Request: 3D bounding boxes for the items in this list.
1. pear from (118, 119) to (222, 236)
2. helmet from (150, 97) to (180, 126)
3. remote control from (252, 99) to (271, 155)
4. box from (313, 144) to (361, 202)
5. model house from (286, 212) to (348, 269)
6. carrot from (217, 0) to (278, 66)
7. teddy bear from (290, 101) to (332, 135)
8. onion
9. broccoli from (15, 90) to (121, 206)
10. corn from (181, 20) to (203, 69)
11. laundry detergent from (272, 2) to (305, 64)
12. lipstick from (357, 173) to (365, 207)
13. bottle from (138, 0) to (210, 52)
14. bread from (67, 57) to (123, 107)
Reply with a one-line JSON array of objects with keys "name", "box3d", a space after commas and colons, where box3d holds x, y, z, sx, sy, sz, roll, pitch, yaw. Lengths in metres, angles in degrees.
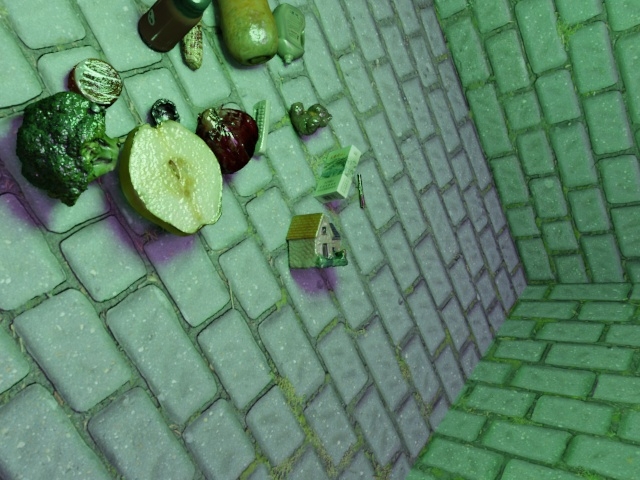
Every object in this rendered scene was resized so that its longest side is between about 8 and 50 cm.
[{"name": "pear", "box3d": [-0.521, -0.197, 1.560, 0.340, 0.191, 0.387, -29, 104, -46]}, {"name": "helmet", "box3d": [-0.559, -0.441, 1.633, 0.098, 0.070, 0.123, -19, 105, -35]}, {"name": "remote control", "box3d": [-0.246, -0.467, 1.903, 0.049, 0.090, 0.230, 11, 79, -42]}, {"name": "box", "box3d": [0.079, -0.308, 2.127, 0.069, 0.164, 0.257, 34, 64, -33]}, {"name": "model house", "box3d": [0.000, 0.000, 1.997, 0.236, 0.202, 0.238, -3, 88, -42]}, {"name": "carrot", "box3d": [-0.294, -0.882, 1.818, 0.224, 0.224, 0.341, -19, 97, -41]}, {"name": "teddy bear", "box3d": [-0.038, -0.556, 2.079, 0.190, 0.177, 0.140, -40, 156, -36]}, {"name": "onion", "box3d": [-0.341, -0.384, 1.727, 0.281, 0.221, 0.281, -17, 111, -53]}, {"name": "broccoli", "box3d": [-0.738, -0.270, 1.343, 0.283, 0.303, 0.321, 3, 108, -65]}, {"name": "corn", "box3d": [-0.487, -0.778, 1.726, 0.086, 0.086, 0.254, -4, 91, -42]}, {"name": "laundry detergent", "box3d": [-0.138, -0.911, 2.049, 0.181, 0.091, 0.254, 8, 80, -47]}, {"name": "lipstick", "box3d": [0.206, -0.254, 2.332, 0.027, 0.027, 0.177, -4, 86, -42]}, {"name": "bottle", "box3d": [-0.490, -0.768, 1.552, 0.144, 0.336, 0.144, 4, 84, -41]}, {"name": "bread", "box3d": [-0.730, -0.507, 1.485, 0.160, 0.073, 0.161, 5, 83, -41]}]
